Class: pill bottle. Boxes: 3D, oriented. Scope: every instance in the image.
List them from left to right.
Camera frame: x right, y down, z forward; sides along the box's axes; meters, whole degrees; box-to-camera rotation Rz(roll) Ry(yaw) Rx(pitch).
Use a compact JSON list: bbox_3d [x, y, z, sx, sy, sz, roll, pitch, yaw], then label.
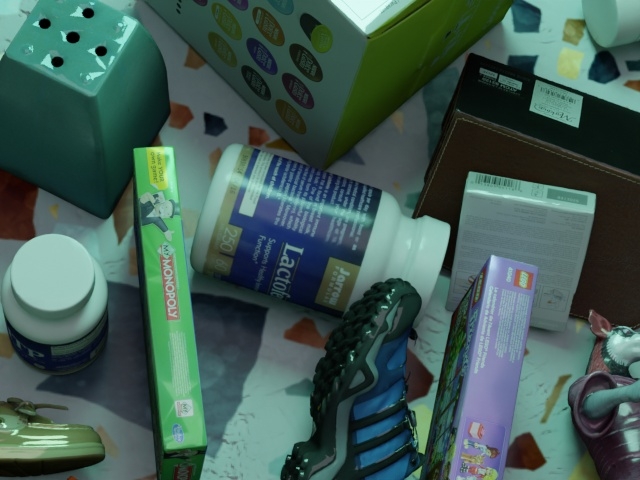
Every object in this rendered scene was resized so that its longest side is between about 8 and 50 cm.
[{"bbox_3d":[-0.279,0.065,1.543,0.112,0.186,0.112,3,68,-7],"label":"pill bottle"},{"bbox_3d":[0.000,0.000,1.626,0.265,0.153,0.153,17,67,-1],"label":"pill bottle"},{"bbox_3d":[0.451,-0.313,1.825,0.229,0.131,0.131,-14,71,-13],"label":"pill bottle"}]

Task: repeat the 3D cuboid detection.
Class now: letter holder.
[{"bbox_3d":[0.272,-0.049,1.702,0.302,0.214,0.152,20,35,0],"label":"letter holder"}]

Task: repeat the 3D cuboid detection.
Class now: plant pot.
[{"bbox_3d":[-0.271,-0.168,1.611,0.166,0.234,0.165,26,67,3],"label":"plant pot"}]

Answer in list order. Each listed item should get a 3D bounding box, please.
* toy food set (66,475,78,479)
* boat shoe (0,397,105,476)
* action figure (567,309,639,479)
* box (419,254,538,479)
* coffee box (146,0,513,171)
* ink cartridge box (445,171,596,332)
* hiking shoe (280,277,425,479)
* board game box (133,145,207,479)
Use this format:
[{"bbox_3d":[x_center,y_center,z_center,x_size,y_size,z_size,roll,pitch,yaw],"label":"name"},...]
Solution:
[{"bbox_3d":[-0.205,0.353,1.479,0.232,0.111,0.104,38,69,10],"label":"toy food set"},{"bbox_3d":[-0.366,0.194,1.525,0.285,0.104,0.089,4,71,-6],"label":"boat shoe"},{"bbox_3d":[0.353,0.248,1.597,0.248,0.276,0.370,16,43,-36],"label":"action figure"},{"bbox_3d":[0.158,0.186,1.549,0.057,0.201,0.293,14,67,-2],"label":"box"},{"bbox_3d":[0.031,-0.349,1.669,0.338,0.337,0.334,-40,80,-21],"label":"coffee box"},{"bbox_3d":[0.224,0.014,1.645,0.145,0.179,0.045,10,42,6],"label":"ink cartridge box"},{"bbox_3d":[0.056,0.188,1.556,0.132,0.113,0.304,19,99,-15],"label":"hiking shoe"},{"bbox_3d":[-0.162,0.089,1.536,0.046,0.213,0.317,-4,70,-10],"label":"board game box"}]
